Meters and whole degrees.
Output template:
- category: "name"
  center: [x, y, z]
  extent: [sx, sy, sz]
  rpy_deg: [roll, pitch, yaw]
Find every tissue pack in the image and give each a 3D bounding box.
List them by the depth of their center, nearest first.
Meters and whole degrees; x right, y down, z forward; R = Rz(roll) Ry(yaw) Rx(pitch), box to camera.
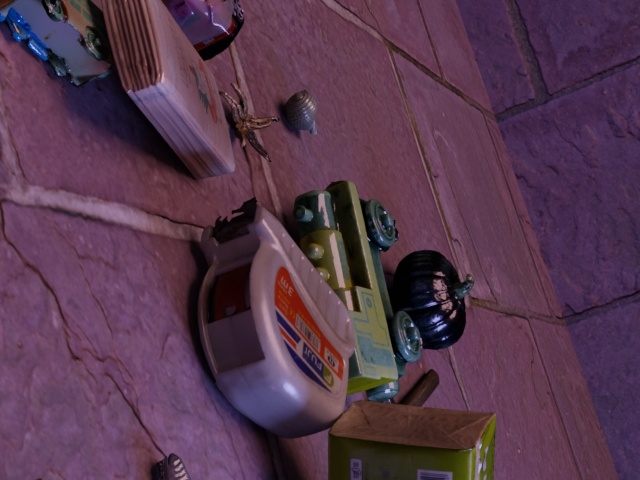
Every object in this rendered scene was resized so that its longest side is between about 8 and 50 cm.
- category: "tissue pack"
  center: [0.120, 0.371, 1.677]
  extent: [0.167, 0.200, 0.274]
  rpy_deg: [-34, 126, -68]
- category: "tissue pack"
  center: [-0.197, -0.211, 1.679]
  extent: [0.325, 0.071, 0.170]
  rpy_deg: [57, 19, -70]

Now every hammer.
- category: "hammer"
  center: [0.161, 0.286, 2.238]
  extent: [0.111, 0.043, 0.365]
  rpy_deg: [66, 18, -1]

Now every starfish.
- category: "starfish"
  center: [-0.111, -0.184, 2.012]
  extent: [0.130, 0.041, 0.133]
  rpy_deg: [-14, 89, -61]

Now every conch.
- category: "conch"
  center: [-0.036, -0.226, 2.227]
  extent: [0.076, 0.057, 0.085]
  rpy_deg: [-112, -161, -56]

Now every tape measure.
- category: "tape measure"
  center: [-0.065, 0.120, 1.710]
  extent: [0.258, 0.130, 0.265]
  rpy_deg: [53, 31, -36]

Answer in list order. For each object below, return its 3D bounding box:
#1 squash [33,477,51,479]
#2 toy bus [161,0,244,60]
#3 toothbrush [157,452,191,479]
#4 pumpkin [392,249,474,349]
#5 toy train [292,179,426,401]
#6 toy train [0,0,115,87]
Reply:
- category: "squash"
  center: [-0.234, 0.309, 1.156]
  extent: [0.188, 0.095, 0.095]
  rpy_deg: [68, 20, 9]
- category: "toy bus"
  center: [-0.201, -0.403, 1.889]
  extent: [0.147, 0.128, 0.302]
  rpy_deg: [41, 33, -45]
- category: "toothbrush"
  center: [-0.124, 0.435, 1.374]
  extent: [0.035, 0.042, 0.413]
  rpy_deg: [-4, 69, -30]
- category: "pumpkin"
  center: [0.207, 0.112, 2.382]
  extent: [0.194, 0.150, 0.194]
  rpy_deg: [10, 90, -85]
- category: "toy train"
  center: [0.035, 0.068, 1.976]
  extent: [0.237, 0.150, 0.368]
  rpy_deg: [19, 54, -57]
- category: "toy train"
  center: [-0.322, -0.266, 1.534]
  extent: [0.188, 0.072, 0.099]
  rpy_deg: [43, 25, -49]
